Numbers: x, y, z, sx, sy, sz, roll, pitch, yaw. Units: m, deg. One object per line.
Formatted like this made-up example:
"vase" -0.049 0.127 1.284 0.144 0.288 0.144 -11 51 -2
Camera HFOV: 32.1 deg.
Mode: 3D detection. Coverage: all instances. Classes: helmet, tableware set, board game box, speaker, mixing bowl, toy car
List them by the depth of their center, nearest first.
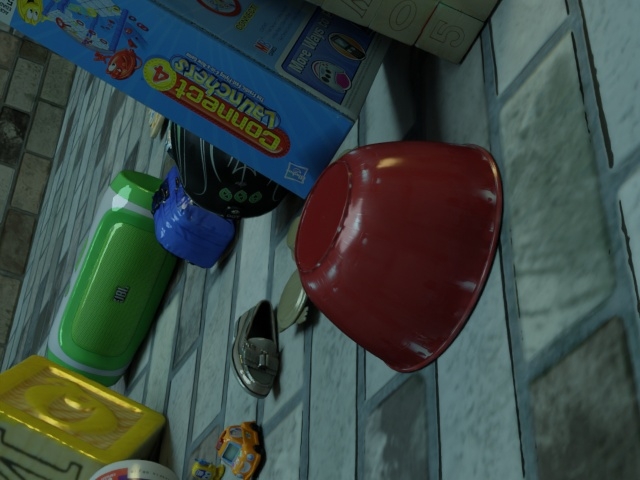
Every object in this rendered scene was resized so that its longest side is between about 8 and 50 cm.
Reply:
"mixing bowl" 0.043 -0.002 0.823 0.181 0.098 0.181 -53 27 42
"board game box" -0.087 -0.215 0.945 0.086 0.302 0.308 -56 6 36
"tableware set" 0.000 0.000 1.046 0.141 0.020 0.169 -48 29 43
"toy car" -0.095 0.216 1.062 0.122 0.040 0.060 -52 27 40
"helmet" -0.080 -0.123 1.164 0.169 0.169 0.161 -93 14 -46
"speaker" -0.288 0.056 1.585 0.297 0.131 0.131 -66 20 12

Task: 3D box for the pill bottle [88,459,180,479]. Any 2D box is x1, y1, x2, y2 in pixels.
"pill bottle" -0.188 0.323 1.106 0.108 0.108 0.193 -59 23 29

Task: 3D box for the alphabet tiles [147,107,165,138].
"alphabet tiles" -0.247 -0.327 1.992 0.278 0.021 0.284 -62 21 20

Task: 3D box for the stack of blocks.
"stack of blocks" -0.008 -0.268 0.905 0.087 0.297 0.171 -59 22 30

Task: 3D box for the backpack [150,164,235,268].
"backpack" -0.152 -0.034 1.361 0.101 0.098 0.120 -54 24 29

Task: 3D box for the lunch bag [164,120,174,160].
"lunch bag" -0.169 -0.137 1.520 0.053 0.083 0.071 -52 26 42

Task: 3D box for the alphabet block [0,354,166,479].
"alphabet block" -0.323 0.277 1.300 0.192 0.193 0.197 -47 -19 -77

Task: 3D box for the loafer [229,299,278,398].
"loafer" -0.061 0.101 1.081 0.039 0.045 0.125 -54 22 22
